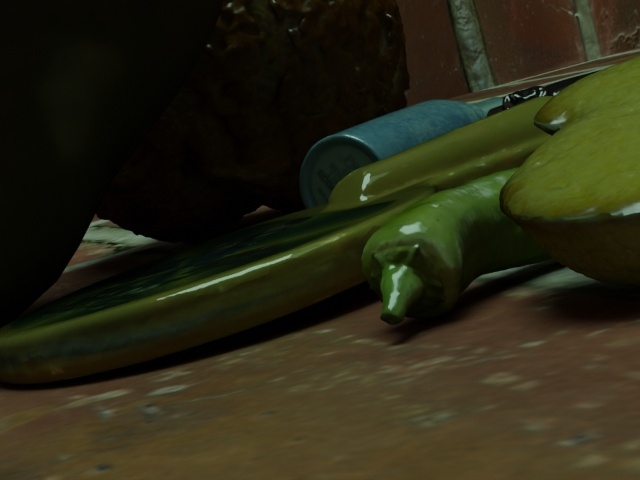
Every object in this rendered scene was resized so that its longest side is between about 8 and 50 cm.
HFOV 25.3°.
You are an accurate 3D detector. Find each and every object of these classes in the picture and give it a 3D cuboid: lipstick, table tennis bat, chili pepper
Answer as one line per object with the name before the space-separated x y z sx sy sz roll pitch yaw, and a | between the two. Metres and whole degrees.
lipstick | 0.080 -0.059 0.885 0.068 0.061 0.274 -13 6 32
table tennis bat | 0.000 0.000 0.653 0.321 0.050 0.198 -23 7 -28
chili pepper | 0.089 -0.012 0.532 0.208 0.043 0.049 -18 -6 -33

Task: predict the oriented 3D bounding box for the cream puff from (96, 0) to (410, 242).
cream puff | -0.085 -0.110 1.006 0.303 0.212 0.303 -1 -26 0

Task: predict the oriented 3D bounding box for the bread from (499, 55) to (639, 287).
bread | 0.147 -0.024 0.447 0.188 0.065 0.149 -7 20 31

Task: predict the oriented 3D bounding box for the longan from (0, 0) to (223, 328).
longan | -0.233 -0.131 0.736 0.404 0.404 0.336 -12 -27 20

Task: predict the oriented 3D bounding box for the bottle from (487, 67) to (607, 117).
bottle | 0.181 -0.078 0.837 0.164 0.060 0.060 -15 6 6
